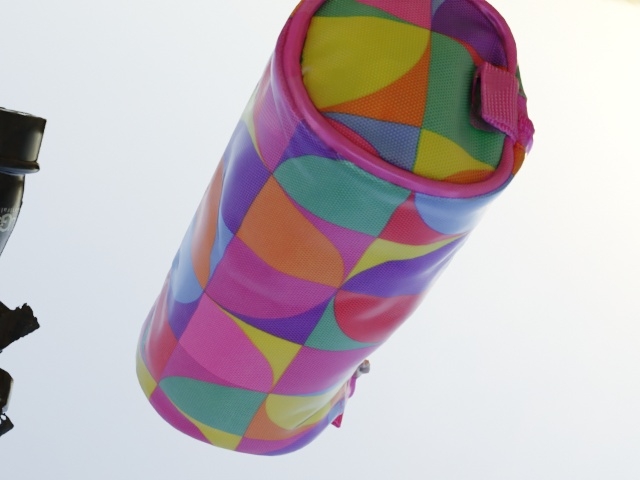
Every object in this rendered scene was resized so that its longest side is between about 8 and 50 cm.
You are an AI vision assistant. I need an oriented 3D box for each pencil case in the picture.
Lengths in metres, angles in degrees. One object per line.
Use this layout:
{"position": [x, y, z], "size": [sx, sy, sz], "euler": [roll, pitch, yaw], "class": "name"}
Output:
{"position": [0.000, 0.000, 0.610], "size": [0.104, 0.236, 0.104], "euler": [8, -121, -14], "class": "pencil case"}

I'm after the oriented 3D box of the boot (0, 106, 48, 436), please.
{"position": [-0.116, 0.010, 0.349], "size": [0.121, 0.099, 0.045], "euler": [15, -178, 26], "class": "boot"}
